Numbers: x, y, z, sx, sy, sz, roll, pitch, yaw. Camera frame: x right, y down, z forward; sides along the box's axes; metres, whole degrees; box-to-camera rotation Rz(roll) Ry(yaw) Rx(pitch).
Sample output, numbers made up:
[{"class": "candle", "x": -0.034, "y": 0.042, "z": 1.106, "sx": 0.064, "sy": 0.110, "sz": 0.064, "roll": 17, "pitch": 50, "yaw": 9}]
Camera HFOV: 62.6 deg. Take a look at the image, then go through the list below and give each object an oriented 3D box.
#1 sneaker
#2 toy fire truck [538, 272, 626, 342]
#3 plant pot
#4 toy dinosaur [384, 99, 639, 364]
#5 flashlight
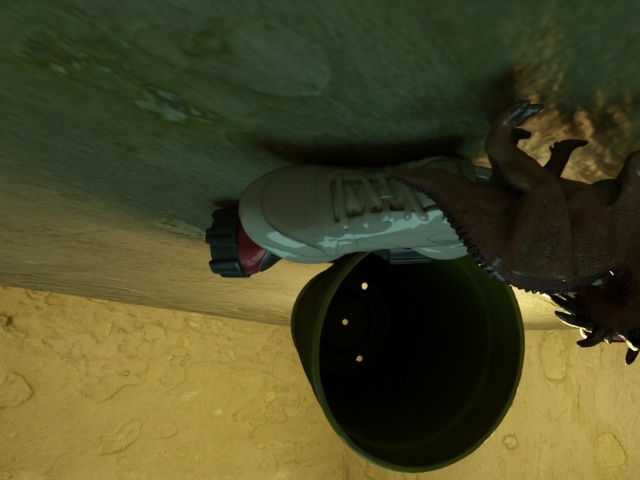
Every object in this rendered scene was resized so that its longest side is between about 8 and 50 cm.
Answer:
[{"class": "sneaker", "x": 0.069, "y": -0.049, "z": 0.549, "sx": 0.304, "sy": 0.114, "sz": 0.152, "roll": -2, "pitch": 160, "yaw": -20}, {"class": "toy fire truck", "x": 0.385, "y": 0.017, "z": 0.614, "sx": 0.302, "sy": 0.170, "sz": 0.253, "roll": -12, "pitch": 155, "yaw": 42}, {"class": "plant pot", "x": 0.103, "y": 0.171, "z": 0.961, "sx": 0.366, "sy": 0.367, "sz": 0.353, "roll": 7, "pitch": 176, "yaw": -19}, {"class": "toy dinosaur", "x": 0.202, "y": 0.003, "z": 0.446, "sx": 0.295, "sy": 0.201, "sz": 0.127, "roll": 7, "pitch": -179, "yaw": -9}, {"class": "flashlight", "x": 0.000, "y": 0.000, "z": 0.730, "sx": 0.303, "sy": 0.104, "sz": 0.103, "roll": -1, "pitch": -168, "yaw": 8}]
